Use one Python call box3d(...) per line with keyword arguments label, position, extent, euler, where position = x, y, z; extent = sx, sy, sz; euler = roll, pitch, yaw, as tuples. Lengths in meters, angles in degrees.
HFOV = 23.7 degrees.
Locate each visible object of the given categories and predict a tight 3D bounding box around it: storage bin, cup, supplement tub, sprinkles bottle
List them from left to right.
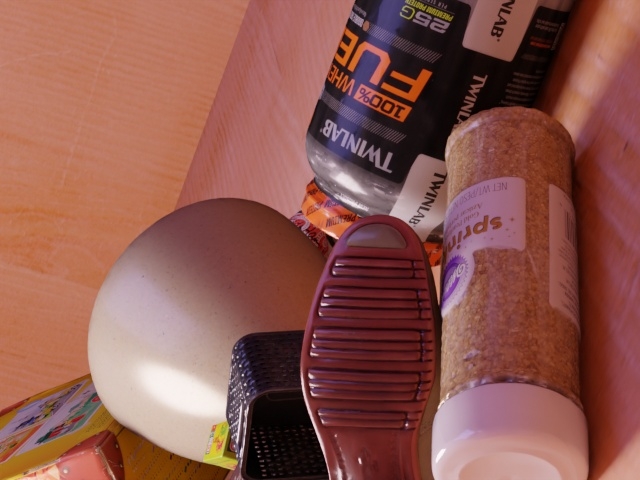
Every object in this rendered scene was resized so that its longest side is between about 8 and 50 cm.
box3d(label="cup", position=(-0.077, 0.140, 1.816), extent=(0.237, 0.331, 0.331), euler=(30, 104, 51))
box3d(label="storage bin", position=(0.007, 0.155, 1.444), extent=(0.084, 0.180, 0.122), euler=(-109, 21, -51))
box3d(label="supplement tub", position=(0.112, -0.157, 1.541), extent=(0.207, 0.207, 0.338), euler=(-113, 41, -70))
box3d(label="sprinkles bottle", position=(0.159, 0.049, 1.275), extent=(0.121, 0.121, 0.355), euler=(121, 161, -46))

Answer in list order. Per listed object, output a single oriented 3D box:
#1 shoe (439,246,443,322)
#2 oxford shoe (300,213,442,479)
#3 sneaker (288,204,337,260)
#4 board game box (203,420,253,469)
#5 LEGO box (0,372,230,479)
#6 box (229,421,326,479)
box3d(label="shoe", position=(0.135, 0.106, 1.430), extent=(0.076, 0.058, 0.219), euler=(-122, 35, -65))
box3d(label="oxford shoe", position=(0.065, 0.145, 1.349), extent=(0.130, 0.123, 0.348), euler=(-16, -71, -60))
box3d(label="sneaker", position=(0.001, 0.001, 2.091), extent=(0.145, 0.090, 0.270), euler=(-46, -9, -5))
box3d(label="board game box", position=(-0.028, 0.241, 1.657), extent=(0.092, 0.181, 0.043), euler=(147, 138, -70))
box3d(label="LEGO box", position=(-0.345, 0.338, 2.097), extent=(0.372, 0.193, 0.500), euler=(-23, 8, 15))
box3d(label="box", position=(-0.011, 0.303, 1.541), extent=(0.168, 0.167, 0.203), euler=(-92, 23, -53))
